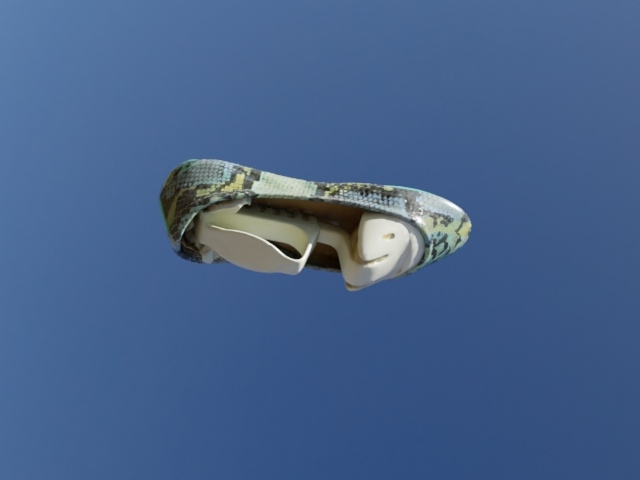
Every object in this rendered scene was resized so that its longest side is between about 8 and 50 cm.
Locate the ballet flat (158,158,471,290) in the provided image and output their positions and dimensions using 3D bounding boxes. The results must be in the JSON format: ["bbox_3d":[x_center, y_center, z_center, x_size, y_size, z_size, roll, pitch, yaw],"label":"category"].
[{"bbox_3d":[0.000,0.000,0.468,0.070,0.188,0.070,-174,-90,-81],"label":"ballet flat"}]
